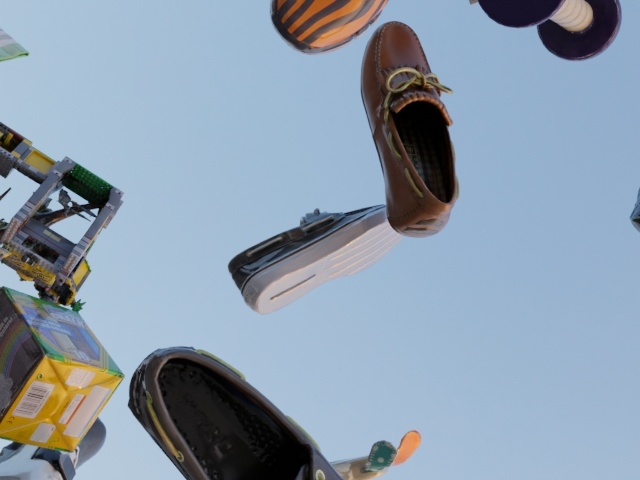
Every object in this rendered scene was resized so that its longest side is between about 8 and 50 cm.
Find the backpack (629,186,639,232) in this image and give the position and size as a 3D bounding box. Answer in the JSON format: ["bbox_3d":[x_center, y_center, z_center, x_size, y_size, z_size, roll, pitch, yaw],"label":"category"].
[{"bbox_3d":[0.616,-0.056,1.495,0.166,0.188,0.144,-27,-69,31],"label":"backpack"}]

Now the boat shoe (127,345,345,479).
[{"bbox_3d":[-0.032,0.156,0.566,0.228,0.081,0.069,44,-19,-2],"label":"boat shoe"}]

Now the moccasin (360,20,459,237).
[{"bbox_3d":[0.146,-0.197,1.423,0.147,0.139,0.380,130,-35,-54],"label":"moccasin"}]

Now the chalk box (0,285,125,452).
[{"bbox_3d":[-0.384,0.158,1.191,0.132,0.132,0.213,-55,-134,6],"label":"chalk box"}]

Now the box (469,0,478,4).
[{"bbox_3d":[0.278,-0.449,1.431,0.087,0.102,0.101,-12,-72,49],"label":"box"}]

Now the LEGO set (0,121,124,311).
[{"bbox_3d":[-0.439,-0.015,1.203,0.331,0.192,0.255,40,-58,-15],"label":"LEGO set"}]

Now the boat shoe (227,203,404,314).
[{"bbox_3d":[0.000,0.000,1.493,0.119,0.335,0.121,50,-30,29],"label":"boat shoe"}]

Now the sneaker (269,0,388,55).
[{"bbox_3d":[0.080,-0.335,0.943,0.124,0.321,0.180,44,-18,-10],"label":"sneaker"}]

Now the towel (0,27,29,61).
[{"bbox_3d":[-0.644,-0.401,1.715,0.152,0.113,0.023,40,-62,2],"label":"towel"}]

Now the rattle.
[{"bbox_3d":[0.031,0.306,1.019,0.200,0.130,0.142,-15,-118,20],"label":"rattle"}]

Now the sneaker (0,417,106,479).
[{"bbox_3d":[-0.405,0.353,1.272,0.146,0.330,0.122,21,-67,26],"label":"sneaker"}]

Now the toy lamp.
[{"bbox_3d":[0.201,-0.196,0.752,0.080,0.275,0.080,2,-85,28],"label":"toy lamp"}]
